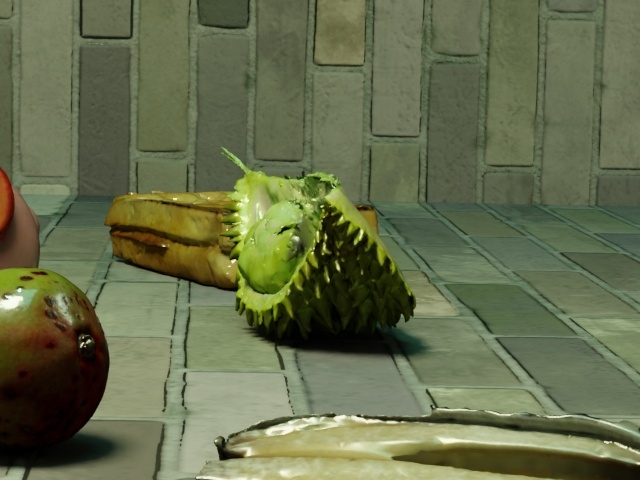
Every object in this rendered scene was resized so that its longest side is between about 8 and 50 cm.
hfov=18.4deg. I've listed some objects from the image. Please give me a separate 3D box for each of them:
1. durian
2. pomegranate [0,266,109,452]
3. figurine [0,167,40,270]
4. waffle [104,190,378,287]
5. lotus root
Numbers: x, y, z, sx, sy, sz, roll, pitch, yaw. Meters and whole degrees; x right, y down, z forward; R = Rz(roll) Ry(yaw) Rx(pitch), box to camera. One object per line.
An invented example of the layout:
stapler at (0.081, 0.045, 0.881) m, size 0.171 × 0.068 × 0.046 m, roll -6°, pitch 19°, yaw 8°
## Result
durian at (-0.001, 0.008, 1.914) m, size 0.158 × 0.169 × 0.355 m, roll -3°, pitch 9°, yaw -18°
pomegranate at (-0.219, 0.095, 1.373) m, size 0.159 × 0.129 × 0.129 m, roll -44°, pitch -14°, yaw 23°
figurine at (-0.345, 0.010, 1.854) m, size 0.173 × 0.173 × 0.173 m, roll 1°, pitch 6°, yaw 0°
waffle at (-0.097, -0.006, 2.383) m, size 0.224 × 0.098 × 0.328 m, roll -1°, pitch 5°, yaw -31°
lotus root at (0.096, 0.159, 1.018) m, size 0.329 × 0.078 × 0.167 m, roll 6°, pitch 30°, yaw 20°
